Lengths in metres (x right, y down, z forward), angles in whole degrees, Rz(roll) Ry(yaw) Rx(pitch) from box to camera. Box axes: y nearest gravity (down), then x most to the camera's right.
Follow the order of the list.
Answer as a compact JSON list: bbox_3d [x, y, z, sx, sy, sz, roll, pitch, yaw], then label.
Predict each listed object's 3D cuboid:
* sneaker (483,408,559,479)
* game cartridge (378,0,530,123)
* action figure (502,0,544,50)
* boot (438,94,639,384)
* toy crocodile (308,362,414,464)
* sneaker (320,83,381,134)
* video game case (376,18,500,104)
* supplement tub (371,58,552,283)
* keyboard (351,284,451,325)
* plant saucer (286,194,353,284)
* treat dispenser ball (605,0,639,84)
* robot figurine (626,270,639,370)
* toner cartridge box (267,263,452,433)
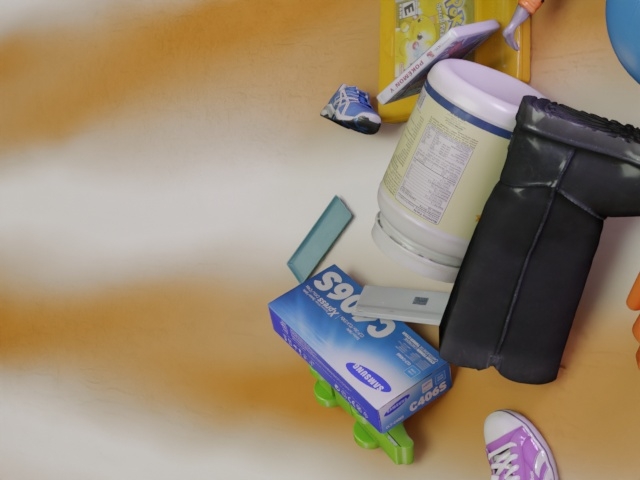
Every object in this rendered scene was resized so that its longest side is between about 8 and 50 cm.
[{"bbox_3d":[0.308,0.398,1.844,0.102,0.161,0.282,-43,55,34],"label":"sneaker"},{"bbox_3d":[0.241,-0.378,2.113,0.323,0.052,0.285,-7,79,45],"label":"game cartridge"},{"bbox_3d":[0.396,-0.467,1.879,0.330,0.178,0.341,-43,59,26],"label":"action figure"},{"bbox_3d":[0.410,0.039,1.787,0.367,0.146,0.445,21,112,12],"label":"boot"},{"bbox_3d":[0.070,0.286,2.147,0.340,0.105,0.115,43,155,39],"label":"toy crocodile"},{"bbox_3d":[0.062,-0.258,2.225,0.081,0.080,0.211,-65,27,4],"label":"sneaker"},{"bbox_3d":[0.206,-0.308,1.976,0.183,0.201,0.023,-41,82,32],"label":"video game case"},{"bbox_3d":[0.236,-0.115,1.931,0.235,0.235,0.325,44,121,40],"label":"supplement tub"},{"bbox_3d":[0.177,0.118,2.063,0.256,0.014,0.072,5,46,33],"label":"keyboard"},{"bbox_3d":[0.000,0.000,2.316,0.192,0.018,0.067,-55,50,25],"label":"plant saucer"},{"bbox_3d":[0.552,-0.333,1.627,0.288,0.288,0.288,-9,77,44],"label":"treat dispenser ball"},{"bbox_3d":[0.541,0.105,1.679,0.158,0.128,0.219,41,112,41],"label":"robot figurine"},{"bbox_3d":[0.067,0.191,2.111,0.348,0.165,0.075,39,152,41],"label":"toner cartridge box"}]
